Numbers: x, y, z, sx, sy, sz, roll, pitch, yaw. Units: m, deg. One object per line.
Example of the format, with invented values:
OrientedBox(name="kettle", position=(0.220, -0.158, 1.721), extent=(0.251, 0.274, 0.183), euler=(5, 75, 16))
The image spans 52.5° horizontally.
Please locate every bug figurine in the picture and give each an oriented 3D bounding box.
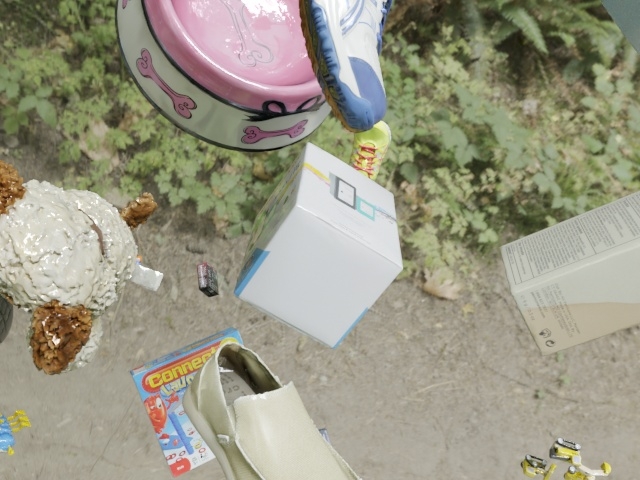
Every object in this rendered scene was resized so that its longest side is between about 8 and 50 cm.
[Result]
OrientedBox(name="bug figurine", position=(-0.698, 0.312, 1.225), extent=(0.072, 0.279, 0.216), euler=(-46, 55, 5))

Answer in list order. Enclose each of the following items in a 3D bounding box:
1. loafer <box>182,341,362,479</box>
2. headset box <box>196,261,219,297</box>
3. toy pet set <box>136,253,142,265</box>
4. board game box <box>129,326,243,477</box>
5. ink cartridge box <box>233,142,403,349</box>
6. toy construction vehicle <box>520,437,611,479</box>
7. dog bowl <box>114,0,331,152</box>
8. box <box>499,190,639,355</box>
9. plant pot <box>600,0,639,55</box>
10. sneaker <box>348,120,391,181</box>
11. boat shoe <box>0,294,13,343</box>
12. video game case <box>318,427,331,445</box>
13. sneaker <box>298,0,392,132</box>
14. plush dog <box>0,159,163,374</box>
OrientedBox(name="loafer", position=(-0.051, 0.193, 0.640), extent=(0.102, 0.092, 0.269), euler=(-8, 30, -43))
OrientedBox(name="headset box", position=(-0.301, 0.101, 1.730), extent=(0.032, 0.062, 0.083), euler=(-18, 61, 10))
OrientedBox(name="toy pet set", position=(-0.410, -0.004, 1.303), extent=(0.122, 0.114, 0.065), euler=(29, 81, -21))
OrientedBox(name="board game box", position=(-0.322, 0.439, 1.792), extent=(0.308, 0.086, 0.301), euler=(-23, 97, -20))
OrientedBox(name="ink cartridge box", position=(0.000, 0.000, 1.115), extent=(0.197, 0.198, 0.270), euler=(30, 26, -13))
OrientedBox(name="toy construction vehicle", position=(0.342, 0.322, 0.912), extent=(0.098, 0.085, 0.035), euler=(19, 41, 6))
OrientedBox(name="dog bowl", position=(-0.115, -0.360, 1.061), extent=(0.408, 0.150, 0.407), euler=(7, 72, -24))
OrientedBox(name="box", position=(0.421, 0.026, 0.888), extent=(0.121, 0.311, 0.148), euler=(59, 22, -19))
OrientedBox(name="plant pot", position=(0.571, -0.354, 0.898), extent=(0.248, 0.247, 0.252), euler=(-24, 83, 6))
OrientedBox(name="sneaker", position=(0.099, -0.169, 1.387), extent=(0.082, 0.208, 0.094), euler=(12, 49, 4))
OrientedBox(name="boat shoe", position=(-0.835, 0.116, 1.537), extent=(0.120, 0.323, 0.122), euler=(7, 38, 12))
OrientedBox(name="video game case", position=(0.009, 0.548, 1.330), extent=(0.026, 0.196, 0.274), euler=(-4, 59, -23))
OrientedBox(name="sneaker", position=(0.038, -0.256, 0.628), extent=(0.131, 0.112, 0.296), euler=(-13, 89, -7))
OrientedBox(name="plush dog", position=(-0.288, 0.015, 0.715), extent=(0.211, 0.225, 0.262), euler=(-28, 97, -1))
